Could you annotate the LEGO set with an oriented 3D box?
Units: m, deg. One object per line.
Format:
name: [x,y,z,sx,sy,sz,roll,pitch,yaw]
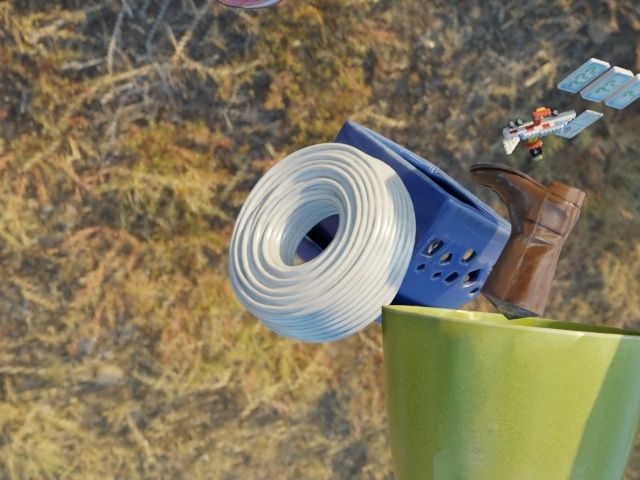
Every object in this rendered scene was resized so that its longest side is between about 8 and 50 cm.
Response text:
LEGO set: [0.417,-0.199,1.872,0.182,0.060,0.244,7,147,-42]

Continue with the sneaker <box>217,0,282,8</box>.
sneaker: [-0.063,-0.459,1.783,0.313,0.116,0.136,-12,172,30]

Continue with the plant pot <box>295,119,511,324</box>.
plant pot: [0.113,-0.002,1.599,0.236,0.236,0.212,23,105,-50]

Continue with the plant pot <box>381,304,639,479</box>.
plant pot: [0.183,0.224,1.115,0.274,0.294,0.275,5,179,0]

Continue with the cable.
cable: [0.000,0.000,1.428,0.089,0.257,0.257,39,78,-44]

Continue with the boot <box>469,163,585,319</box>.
boot: [0.147,0.001,0.901,0.037,0.106,0.114,27,84,-53]
